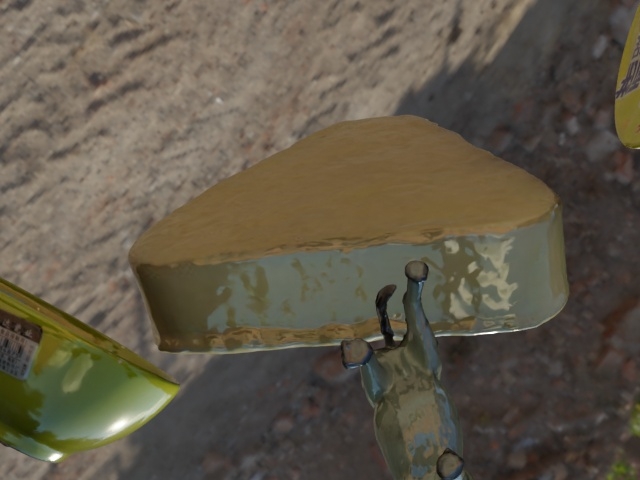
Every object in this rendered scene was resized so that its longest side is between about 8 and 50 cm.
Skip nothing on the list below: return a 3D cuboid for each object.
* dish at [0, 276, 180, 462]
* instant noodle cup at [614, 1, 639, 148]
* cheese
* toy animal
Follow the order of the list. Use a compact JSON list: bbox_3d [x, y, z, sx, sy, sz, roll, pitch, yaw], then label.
[{"bbox_3d":[-0.252,0.099,0.875,0.108,0.262,0.221,-61,-174,-8],"label":"dish"},{"bbox_3d":[0.328,-0.138,0.743,0.213,0.174,0.213,-163,-90,-86],"label":"instant noodle cup"},{"bbox_3d":[0.000,-0.001,0.995,0.384,0.384,0.104,-34,122,-41],"label":"cheese"},{"bbox_3d":[0.061,0.139,0.714,0.073,0.217,0.176,-8,158,2],"label":"toy animal"}]
